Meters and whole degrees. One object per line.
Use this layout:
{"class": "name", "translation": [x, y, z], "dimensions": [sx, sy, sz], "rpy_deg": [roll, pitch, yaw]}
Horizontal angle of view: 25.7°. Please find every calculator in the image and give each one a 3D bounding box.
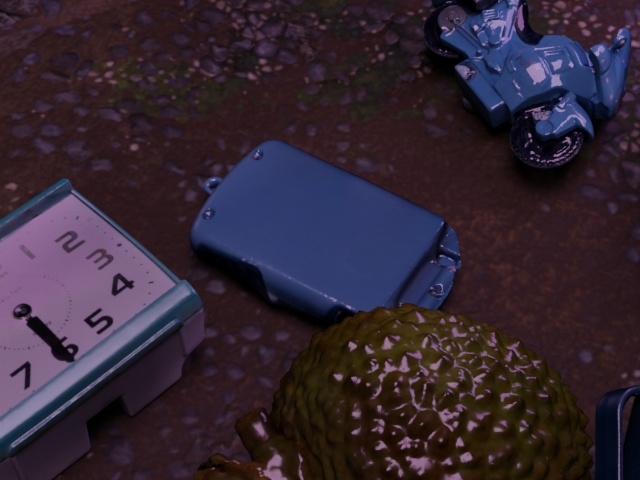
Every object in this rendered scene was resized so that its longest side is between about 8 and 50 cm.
{"class": "calculator", "translation": [0.000, 0.000, 1.442], "dimensions": [0.293, 0.051, 0.173], "rpy_deg": [26, 61, 20]}

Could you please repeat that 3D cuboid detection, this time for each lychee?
{"class": "lychee", "translation": [0.072, 0.182, 1.190], "dimensions": [0.320, 0.270, 0.270], "rpy_deg": [22, 51, -24]}

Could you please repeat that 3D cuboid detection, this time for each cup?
{"class": "cup", "translation": [0.303, 0.210, 1.222], "dimensions": [0.176, 0.131, 0.155], "rpy_deg": [35, 60, -20]}

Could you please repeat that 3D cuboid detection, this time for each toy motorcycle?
{"class": "toy motorcycle", "translation": [0.236, -0.205, 1.541], "dimensions": [0.182, 0.123, 0.272], "rpy_deg": [-31, 59, -7]}

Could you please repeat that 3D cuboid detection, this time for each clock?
{"class": "clock", "translation": [-0.275, 0.096, 1.355], "dimensions": [0.262, 0.116, 0.231], "rpy_deg": [-37, 56, -23]}
